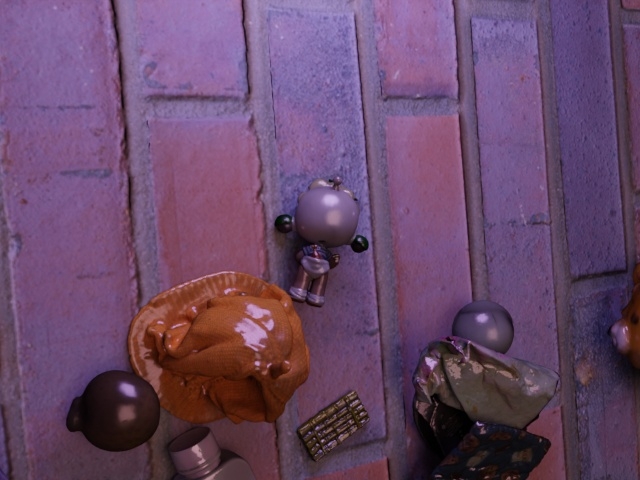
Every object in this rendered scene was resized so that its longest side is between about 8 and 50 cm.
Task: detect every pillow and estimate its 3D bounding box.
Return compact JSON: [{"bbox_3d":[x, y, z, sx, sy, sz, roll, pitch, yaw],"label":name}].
[{"bbox_3d":[0.250,0.400,1.212,0.189,0.034,0.255,22,109,-30],"label":"pillow"}]

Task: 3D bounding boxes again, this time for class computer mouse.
[{"bbox_3d":[0.216,0.307,1.240,0.106,0.062,0.192,-37,100,-22],"label":"computer mouse"}]

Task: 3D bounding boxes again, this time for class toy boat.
[{"bbox_3d":[0.021,0.289,1.164,0.115,0.016,0.063,-32,103,-23],"label":"toy boat"}]

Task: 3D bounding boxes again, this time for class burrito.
[{"bbox_3d":[0.255,0.222,1.179,0.229,0.089,0.144,28,107,-23],"label":"burrito"}]

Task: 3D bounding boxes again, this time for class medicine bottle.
[{"bbox_3d":[-0.148,0.358,1.047,0.119,0.069,0.183,-27,103,-24],"label":"medicine bottle"}]

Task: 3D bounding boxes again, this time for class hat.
[{"bbox_3d":[-0.101,0.147,0.983,0.244,0.233,0.233,34,74,-24],"label":"hat"}]

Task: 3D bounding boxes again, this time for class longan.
[{"bbox_3d":[-0.271,0.223,0.973,0.119,0.106,0.106,-5,92,-12],"label":"longan"}]

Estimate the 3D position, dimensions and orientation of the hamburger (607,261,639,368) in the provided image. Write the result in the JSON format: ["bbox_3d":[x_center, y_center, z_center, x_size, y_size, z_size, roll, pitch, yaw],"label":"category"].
[{"bbox_3d":[0.675,0.150,1.373,0.237,0.276,0.276,37,71,9],"label":"hamburger"}]

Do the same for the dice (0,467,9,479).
[{"bbox_3d":[-0.484,0.294,0.762,0.270,0.271,0.270,-39,107,-22],"label":"dice"}]

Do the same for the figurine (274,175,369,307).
[{"bbox_3d":[0.000,0.000,1.119,0.147,0.093,0.197,15,90,-4],"label":"figurine"}]

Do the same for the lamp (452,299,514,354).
[{"bbox_3d":[0.272,0.151,1.245,0.105,0.105,0.105,0,89,-27],"label":"lamp"}]
